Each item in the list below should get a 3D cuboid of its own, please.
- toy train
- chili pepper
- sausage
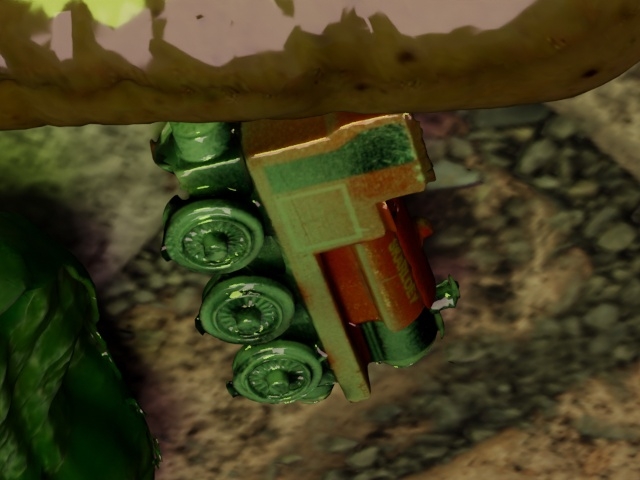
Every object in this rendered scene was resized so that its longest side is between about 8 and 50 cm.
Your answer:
[{"bbox_3d":[0.000,0.000,0.808,0.118,0.074,0.176,-14,135,9],"label":"toy train"},{"bbox_3d":[-0.173,0.138,0.868,0.167,0.213,0.385,15,141,24],"label":"chili pepper"},{"bbox_3d":[-0.126,-0.094,0.627,0.501,0.123,0.136,-2,-177,11],"label":"sausage"}]
